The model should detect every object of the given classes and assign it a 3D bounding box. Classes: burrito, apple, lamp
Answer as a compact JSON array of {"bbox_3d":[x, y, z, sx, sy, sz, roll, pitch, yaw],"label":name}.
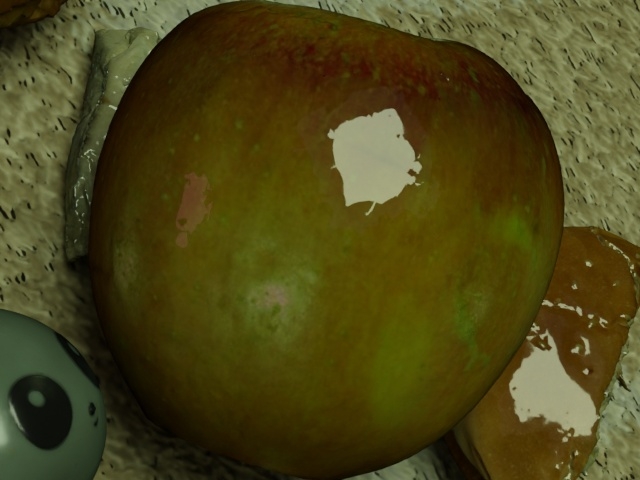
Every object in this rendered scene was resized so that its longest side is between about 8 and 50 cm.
[{"bbox_3d":[-0.173,-0.083,1.290,0.063,0.058,0.230,18,57,-22],"label":"burrito"},{"bbox_3d":[0.000,0.000,1.194,0.374,0.384,0.374,0,94,3],"label":"apple"},{"bbox_3d":[-0.216,0.160,1.066,0.198,0.197,0.244,-44,104,-37],"label":"lamp"}]

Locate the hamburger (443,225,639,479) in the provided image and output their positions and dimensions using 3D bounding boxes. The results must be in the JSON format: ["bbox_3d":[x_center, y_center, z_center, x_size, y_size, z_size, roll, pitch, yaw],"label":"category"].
[{"bbox_3d":[0.176,0.101,1.326,0.156,0.144,0.283,31,56,-10],"label":"hamburger"}]

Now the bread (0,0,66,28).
[{"bbox_3d":[-0.344,-0.330,1.217,0.398,0.215,0.398,19,50,-24],"label":"bread"}]
